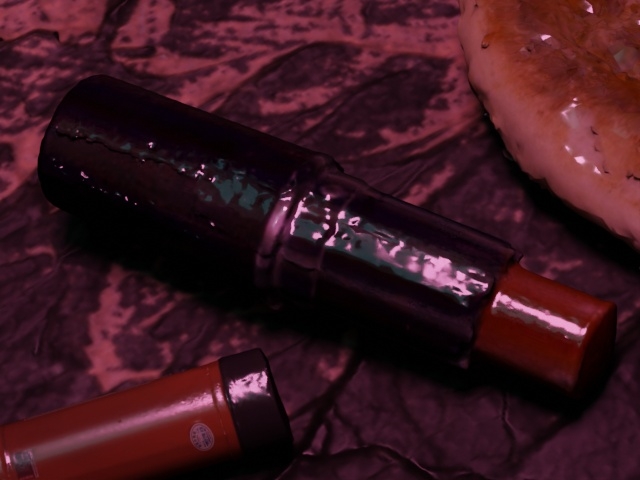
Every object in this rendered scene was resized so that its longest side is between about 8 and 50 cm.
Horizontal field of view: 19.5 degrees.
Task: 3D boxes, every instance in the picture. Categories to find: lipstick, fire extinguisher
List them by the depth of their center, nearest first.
[{"bbox_3d":[-0.103,0.100,0.866,0.177,0.050,0.062,-17,92,-1],"label":"fire extinguisher"},{"bbox_3d":[0.000,0.000,0.897,0.299,0.081,0.081,23,62,20],"label":"lipstick"}]

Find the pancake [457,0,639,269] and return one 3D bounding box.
[{"bbox_3d":[0.249,-0.130,0.950,0.382,0.071,0.382,-4,55,6],"label":"pancake"}]
